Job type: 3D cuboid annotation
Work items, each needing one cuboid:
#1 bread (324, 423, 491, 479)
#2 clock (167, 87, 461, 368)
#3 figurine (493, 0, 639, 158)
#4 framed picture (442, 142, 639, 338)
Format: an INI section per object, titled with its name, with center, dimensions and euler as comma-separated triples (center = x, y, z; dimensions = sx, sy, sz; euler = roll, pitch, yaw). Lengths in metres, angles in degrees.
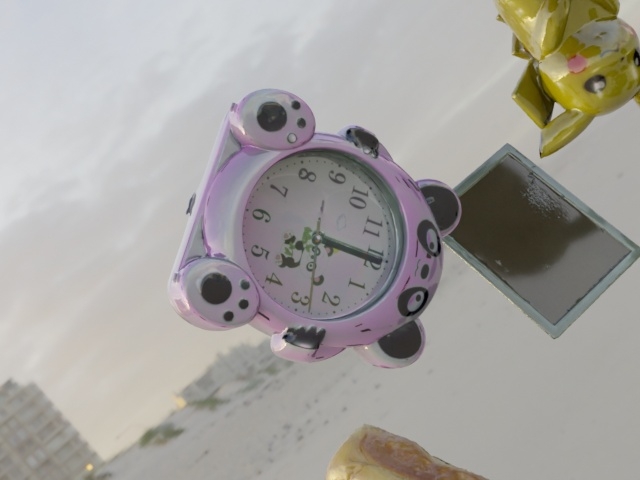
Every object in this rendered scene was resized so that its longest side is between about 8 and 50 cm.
[bread]
center = 0.153, 0.418, 1.580
dimensions = 0.132, 0.294, 0.167
euler = -36, -34, -51
[clock]
center = 0.000, 0.000, 0.942
dimensions = 0.090, 0.247, 0.228
euler = -15, 56, 70
[figurine]
center = 0.368, -0.292, 1.514
dimensions = 0.218, 0.327, 0.169
euler = -30, -4, -10
[framed picture]
center = 0.338, -0.004, 1.644
dimensions = 0.232, 0.296, 0.019
euler = -38, -22, -22
